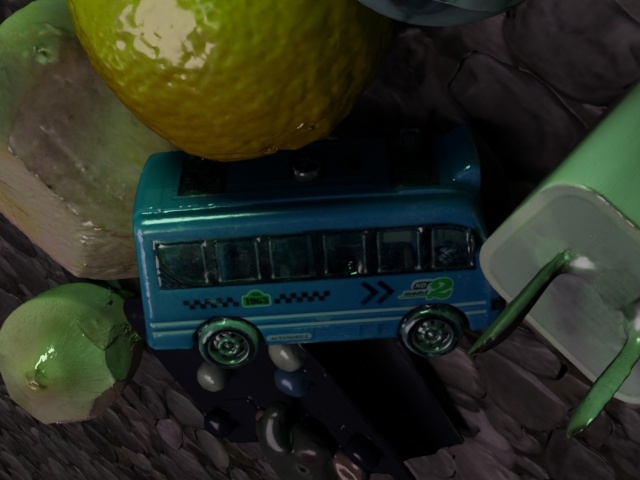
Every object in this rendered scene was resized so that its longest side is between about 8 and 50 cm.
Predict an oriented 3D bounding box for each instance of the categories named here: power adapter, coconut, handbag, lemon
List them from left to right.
[{"bbox_3d":[-0.297,0.135,1.340,0.171,0.171,0.183,48,-169,-6],"label":"coconut"},{"bbox_3d":[-0.170,-0.092,0.894,0.237,0.197,0.237,37,155,21],"label":"coconut"},{"bbox_3d":[-0.054,-0.153,0.679,0.192,0.192,0.231,10,136,45],"label":"lemon"},{"bbox_3d":[-0.035,0.142,1.104,0.325,0.118,0.269,-1,128,54],"label":"handbag"},{"bbox_3d":[0.163,0.014,0.602,0.130,0.205,0.125,45,150,4],"label":"power adapter"}]

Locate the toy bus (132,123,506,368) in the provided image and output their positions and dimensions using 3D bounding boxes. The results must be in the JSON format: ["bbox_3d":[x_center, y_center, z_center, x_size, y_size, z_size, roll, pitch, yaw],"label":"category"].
[{"bbox_3d":[0.000,0.000,0.771,0.246,0.113,0.134,-4,123,3],"label":"toy bus"}]

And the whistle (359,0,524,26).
[{"bbox_3d":[0.027,-0.185,0.531,0.289,0.164,0.163,11,157,-19],"label":"whistle"}]
